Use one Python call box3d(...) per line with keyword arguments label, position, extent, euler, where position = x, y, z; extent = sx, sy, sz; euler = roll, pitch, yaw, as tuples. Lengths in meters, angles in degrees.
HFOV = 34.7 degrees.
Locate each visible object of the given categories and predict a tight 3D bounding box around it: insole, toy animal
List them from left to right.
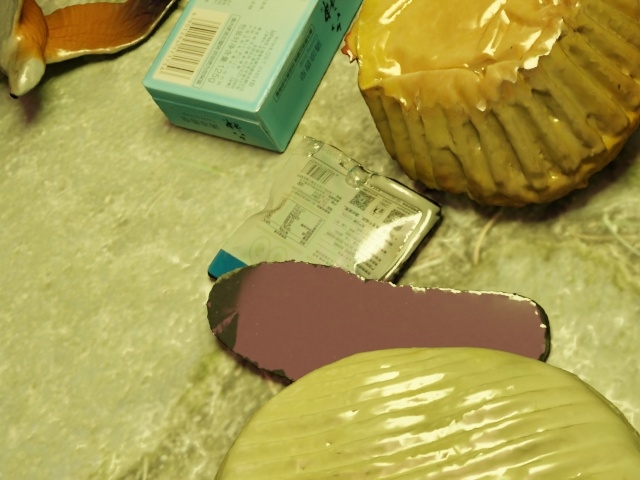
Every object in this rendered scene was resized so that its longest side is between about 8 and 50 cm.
box3d(label="toy animal", position=(-0.356, -0.284, 1.181), extent=(0.284, 0.225, 0.302), euler=(29, 86, 49))
box3d(label="insole", position=(0.043, 0.072, 0.893), extent=(0.309, 0.012, 0.110), euler=(1, 74, 17))

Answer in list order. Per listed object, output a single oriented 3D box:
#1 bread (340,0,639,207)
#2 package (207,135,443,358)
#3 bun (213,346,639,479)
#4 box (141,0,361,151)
box3d(label="bread", position=(0.160, -0.164, 0.914), extent=(0.274, 0.149, 0.274), euler=(-11, 64, 23))
box3d(label="package", position=(0.000, 0.000, 0.954), extent=(0.171, 0.027, 0.173), euler=(32, 82, 27))
box3d(label="bun", position=(0.084, 0.230, 0.687), extent=(0.326, 0.234, 0.362), euler=(-35, 41, -9))
box3d(label="box", position=(-0.062, -0.218, 1.061), extent=(0.142, 0.083, 0.232), euler=(16, 68, 27))
